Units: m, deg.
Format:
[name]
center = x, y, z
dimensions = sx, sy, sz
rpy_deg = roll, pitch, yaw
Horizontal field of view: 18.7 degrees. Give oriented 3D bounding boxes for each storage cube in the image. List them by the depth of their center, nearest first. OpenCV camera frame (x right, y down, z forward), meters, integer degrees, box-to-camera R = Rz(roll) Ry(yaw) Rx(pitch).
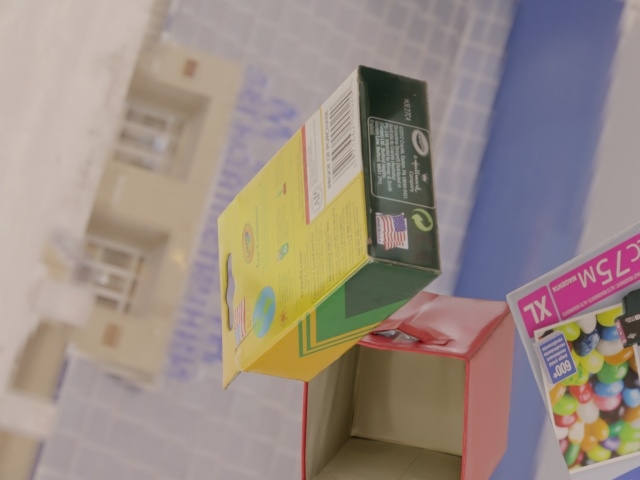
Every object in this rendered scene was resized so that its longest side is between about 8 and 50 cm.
[storage cube]
center = 0.098, 0.170, 2.116
dimensions = 0.193, 0.183, 0.215
rpy_deg = -40, 135, -63

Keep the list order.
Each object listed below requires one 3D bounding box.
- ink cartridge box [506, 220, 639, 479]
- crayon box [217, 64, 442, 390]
[ink cartridge box]
center = 0.311, 0.152, 1.865
dimensions = 0.185, 0.065, 0.311
rpy_deg = -31, -114, 29
[crayon box]
center = 0.000, 0.000, 1.840
dimensions = 0.318, 0.081, 0.202
rpy_deg = -42, -136, 52
